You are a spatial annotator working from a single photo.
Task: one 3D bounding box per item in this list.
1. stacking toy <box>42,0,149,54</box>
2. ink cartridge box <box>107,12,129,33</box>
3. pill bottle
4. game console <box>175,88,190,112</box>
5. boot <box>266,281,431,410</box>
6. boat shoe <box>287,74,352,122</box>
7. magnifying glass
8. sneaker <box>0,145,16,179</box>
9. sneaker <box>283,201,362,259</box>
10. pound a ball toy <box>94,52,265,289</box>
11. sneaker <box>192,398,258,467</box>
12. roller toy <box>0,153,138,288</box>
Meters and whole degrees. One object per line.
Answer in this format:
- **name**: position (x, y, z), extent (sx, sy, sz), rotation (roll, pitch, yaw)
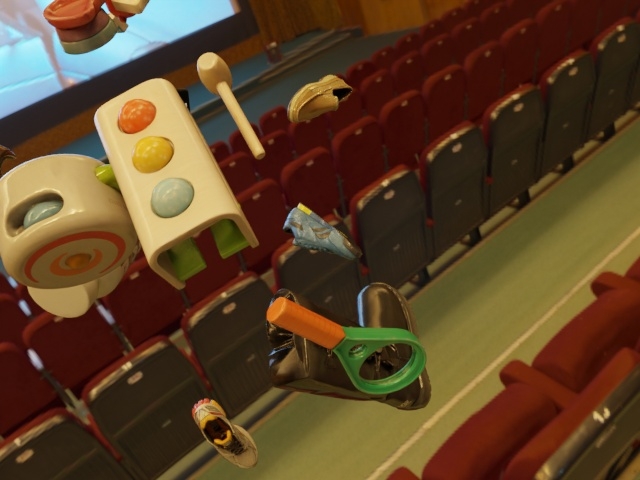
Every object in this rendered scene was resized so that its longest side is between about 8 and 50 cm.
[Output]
- **stacking toy**: position (-0.439, -0.525, 1.360), extent (0.280, 0.130, 0.308), rotation (5, 50, 21)
- **ink cartridge box**: position (-0.551, -0.568, 1.573), extent (0.083, 0.048, 0.028), rotation (7, 64, 30)
- **pill bottle**: position (-0.476, 0.016, 1.261), extent (0.169, 0.169, 0.301), rotation (-12, 33, 19)
- **game console**: position (-0.467, -0.405, 1.869), extent (0.107, 0.122, 0.071), rotation (-5, -1, -32)
- **boot**: position (0.049, 0.202, 1.397), extent (0.146, 0.445, 0.366), rotation (-44, 46, 26)
- **boat shoe**: position (0.006, -0.295, 1.261), extent (0.072, 0.068, 0.190), rotation (26, 48, 20)
- **magnifying glass**: position (0.034, 0.117, 0.669), extent (0.092, 0.231, 0.026), rotation (-46, 37, 16)
- **sneaker**: position (-0.711, -0.118, 1.284), extent (0.066, 0.071, 0.188), rotation (-14, 62, 62)
- **sneaker**: position (0.000, 0.000, 1.229), extent (0.209, 0.069, 0.082), rotation (36, 88, 41)
- **pound a ball toy**: position (-0.180, -0.125, 0.818), extent (0.208, 0.135, 0.319), rotation (-29, 59, -1)
- **sneaker**: position (-0.237, 0.501, 1.505), extent (0.088, 0.225, 0.093), rotation (-42, 22, -6)
- **roller toy**: position (-0.383, -0.019, 0.904), extent (0.191, 0.146, 0.209), rotation (-8, -29, -40)
